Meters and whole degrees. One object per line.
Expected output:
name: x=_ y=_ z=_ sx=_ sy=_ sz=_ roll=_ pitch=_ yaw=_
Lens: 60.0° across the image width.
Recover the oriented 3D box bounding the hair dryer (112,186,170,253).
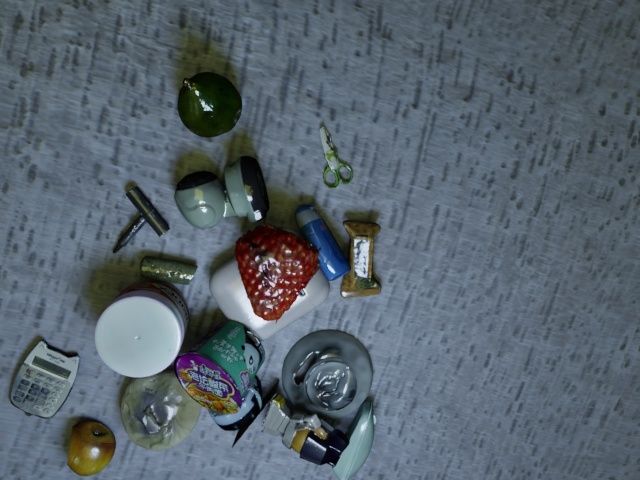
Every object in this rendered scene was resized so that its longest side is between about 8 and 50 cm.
hair dryer: x=-0.611 y=-0.050 z=1.775 sx=0.194 sy=0.050 sz=0.173 roll=-35 pitch=98 yaw=2

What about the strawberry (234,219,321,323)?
strawberry: x=-0.158 y=0.082 z=1.655 sx=0.253 sy=0.150 sz=0.280 roll=35 pitch=88 yaw=3

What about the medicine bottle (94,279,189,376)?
medicine bottle: x=-0.545 y=0.266 z=1.728 sx=0.252 sy=0.241 sz=0.253 roll=-1 pitch=100 yaw=-7

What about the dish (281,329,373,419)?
dish: x=0.032 y=0.477 z=1.892 sx=0.324 sy=0.124 sz=0.324 roll=-1 pitch=98 yaw=-7

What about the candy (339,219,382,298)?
candy: x=0.139 y=0.067 z=1.861 sx=0.143 sy=0.101 sz=0.271 roll=1 pitch=105 yaw=1

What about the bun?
bun: x=-0.521 y=0.557 z=1.815 sx=0.272 sy=0.168 sz=0.273 roll=0 pitch=91 yaw=-10

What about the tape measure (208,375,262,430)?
tape measure: x=-0.280 y=0.532 z=1.832 sx=0.182 sy=0.181 sz=0.107 roll=-31 pitch=114 yaw=-3

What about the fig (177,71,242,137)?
fig: x=-0.342 y=-0.412 z=1.658 sx=0.195 sy=0.245 sz=0.195 roll=0 pitch=88 yaw=6

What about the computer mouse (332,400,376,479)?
computer mouse: x=0.133 y=0.698 z=1.915 sx=0.097 sy=0.159 sz=0.288 roll=28 pitch=100 yaw=5

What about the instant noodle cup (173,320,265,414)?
instant noodle cup: x=-0.300 y=0.385 z=1.733 sx=0.251 sy=0.190 sz=0.251 roll=16 pitch=128 yaw=21

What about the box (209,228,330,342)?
box: x=-0.164 y=0.148 z=1.809 sx=0.349 sy=0.141 sz=0.289 roll=-33 pitch=99 yaw=-2

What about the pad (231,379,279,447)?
pad: x=-0.215 y=0.578 z=1.858 sx=0.003 sy=0.158 sz=0.235 roll=39 pitch=92 yaw=-2

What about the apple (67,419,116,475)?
apple: x=-0.759 y=0.682 z=1.812 sx=0.163 sy=0.146 sz=0.147 roll=33 pitch=97 yaw=-13

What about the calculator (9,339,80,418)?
calculator: x=-0.901 y=0.462 z=1.813 sx=0.177 sy=0.040 sz=0.268 roll=29 pitch=94 yaw=-10

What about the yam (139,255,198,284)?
yam: x=-0.492 y=0.099 z=1.796 sx=0.179 sy=0.078 sz=0.078 roll=11 pitch=97 yaw=-11

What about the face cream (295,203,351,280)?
face cream: x=0.000 y=0.000 z=1.797 sx=0.083 sy=0.149 sz=0.264 roll=-33 pitch=80 yaw=18

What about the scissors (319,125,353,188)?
scissors: x=0.034 y=-0.276 z=1.830 sx=0.101 sy=0.027 sz=0.204 roll=-21 pitch=103 yaw=-7

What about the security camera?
security camera: x=-0.314 y=-0.142 z=1.733 sx=0.277 sy=0.197 sz=0.191 roll=-15 pitch=112 yaw=4

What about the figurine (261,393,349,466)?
figurine: x=-0.052 y=0.640 z=1.835 sx=0.308 sy=0.308 sz=0.143 roll=36 pitch=73 yaw=-11
